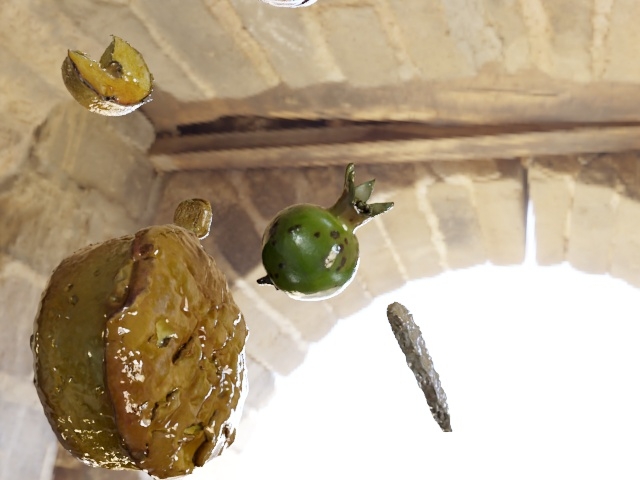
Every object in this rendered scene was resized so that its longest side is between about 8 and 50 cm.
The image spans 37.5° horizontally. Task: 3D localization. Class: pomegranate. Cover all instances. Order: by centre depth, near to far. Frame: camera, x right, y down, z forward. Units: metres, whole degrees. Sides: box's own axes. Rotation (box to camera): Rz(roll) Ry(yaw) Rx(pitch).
[{"bbox_3d":[-0.002,-0.013,1.359,0.156,0.220,0.156,24,5,-2],"label":"pomegranate"}]

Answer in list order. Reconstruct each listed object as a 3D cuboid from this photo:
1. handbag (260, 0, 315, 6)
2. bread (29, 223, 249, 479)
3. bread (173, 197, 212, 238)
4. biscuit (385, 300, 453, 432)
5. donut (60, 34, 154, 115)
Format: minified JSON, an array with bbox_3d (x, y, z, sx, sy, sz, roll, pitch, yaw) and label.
[{"bbox_3d":[-0.053,-0.439,1.294,0.146,0.225,0.135,9,5,12],"label":"handbag"},{"bbox_3d":[-0.252,0.161,1.392,0.215,0.398,0.398,-9,-27,20],"label":"bread"},{"bbox_3d":[-0.247,-0.042,1.823,0.081,0.083,0.046,-29,-21,14],"label":"bread"},{"bbox_3d":[0.160,0.186,1.539,0.032,0.133,0.250,-22,-67,12],"label":"biscuit"},{"bbox_3d":[-0.384,-0.289,1.712,0.078,0.181,0.146,-36,-87,33],"label":"donut"}]
